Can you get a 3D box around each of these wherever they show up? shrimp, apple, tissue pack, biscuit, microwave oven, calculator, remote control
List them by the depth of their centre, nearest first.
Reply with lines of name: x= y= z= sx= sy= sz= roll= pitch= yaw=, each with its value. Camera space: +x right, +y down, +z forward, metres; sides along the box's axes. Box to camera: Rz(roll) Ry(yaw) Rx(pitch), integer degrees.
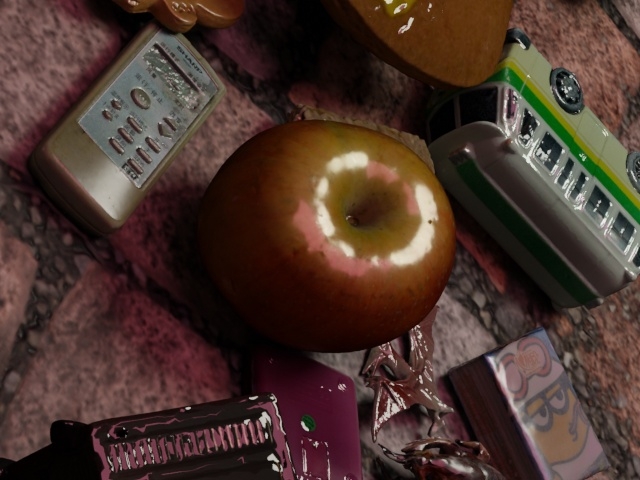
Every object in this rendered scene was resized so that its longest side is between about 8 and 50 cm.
microwave oven: x=-0.120 y=0.252 z=1.355 sx=0.178 sy=0.188 sz=0.247 roll=-5 pitch=76 yaw=-41
calculator: x=-0.014 y=0.183 z=1.616 sx=0.127 sy=0.034 sz=0.190 roll=23 pitch=52 yaw=-34
remote control: x=-0.164 y=-0.101 z=1.622 sx=0.098 sy=0.038 sz=0.233 roll=49 pitch=41 yaw=-14
apple: x=0.000 y=0.000 z=1.634 sx=0.235 sy=0.173 sz=0.210 roll=24 pitch=56 yaw=-24
shrimp: x=0.117 y=0.221 z=1.699 sx=0.190 sy=0.073 sz=0.074 roll=26 pitch=46 yaw=-40
biscuit: x=-0.138 y=-0.240 z=1.709 sx=0.184 sy=0.027 sz=0.133 roll=16 pitch=38 yaw=-39
biscuit: x=0.034 y=-0.074 z=1.787 sx=0.168 sy=0.070 sz=0.082 roll=17 pitch=48 yaw=-36
biscuit: x=0.105 y=-0.293 z=1.801 sx=0.262 sy=0.052 sz=0.277 roll=34 pitch=61 yaw=-40
tissue pack: x=0.202 y=0.174 z=1.816 sx=0.115 sy=0.065 sz=0.155 roll=-18 pitch=80 yaw=-51

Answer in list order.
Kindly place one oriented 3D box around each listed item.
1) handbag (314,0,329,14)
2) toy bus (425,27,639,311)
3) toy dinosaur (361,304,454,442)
handbag: x=-0.011 y=-0.410 z=1.878 sx=0.342 sy=0.152 sz=0.288 roll=41 pitch=36 yaw=-34
toy bus: x=0.228 y=-0.066 z=1.925 sx=0.276 sy=0.134 sz=0.164 roll=44 pitch=45 yaw=-20
toy dinosaur: x=0.084 y=0.127 z=1.748 sx=0.108 sy=0.032 sz=0.220 roll=47 pitch=33 yaw=-10
